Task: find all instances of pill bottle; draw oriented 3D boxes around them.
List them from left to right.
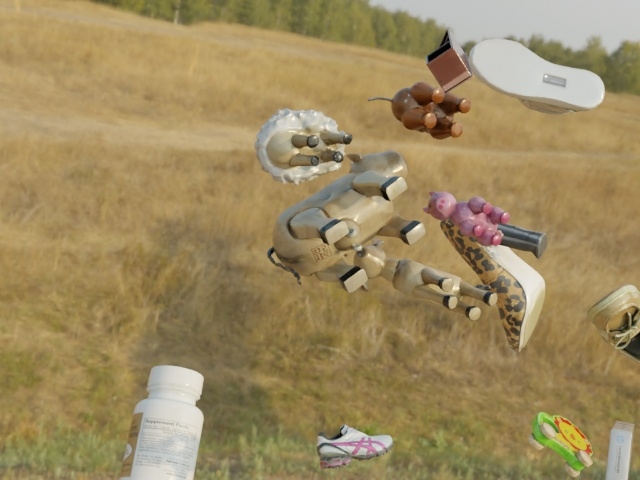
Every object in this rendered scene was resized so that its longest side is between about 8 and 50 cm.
[{"bbox_3d":[-0.286,0.356,1.473,0.131,0.229,0.131,6,-25,3],"label":"pill bottle"}]

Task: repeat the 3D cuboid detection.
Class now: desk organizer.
[{"bbox_3d":[0.180,-0.258,1.134,0.050,0.047,0.130,52,20,-19],"label":"desk organizer"}]

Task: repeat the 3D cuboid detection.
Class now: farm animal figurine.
[{"bbox_3d":[0.072,-0.032,1.029,0.326,0.330,0.172,-19,21,-29],"label":"farm animal figurine"}]

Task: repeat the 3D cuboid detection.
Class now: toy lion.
[{"bbox_3d":[0.333,0.272,1.100,0.100,0.034,0.096,37,24,-3],"label":"toy lion"}]

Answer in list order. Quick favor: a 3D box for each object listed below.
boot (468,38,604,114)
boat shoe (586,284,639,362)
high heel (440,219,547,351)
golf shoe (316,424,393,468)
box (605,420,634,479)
[{"bbox_3d":[0.364,-0.277,1.422,0.258,0.095,0.123,17,-7,-12],"label":"boot"},{"bbox_3d":[0.579,0.160,1.495,0.285,0.104,0.089,29,28,-54],"label":"boat shoe"},{"bbox_3d":[0.295,0.070,1.404,0.186,0.261,0.093,18,39,30],"label":"high heel"},{"bbox_3d":[0.079,0.446,1.762,0.186,0.086,0.067,-4,-13,-29],"label":"golf shoe"},{"bbox_3d":[0.549,0.413,1.468,0.038,0.145,0.186,6,-6,24],"label":"box"}]
